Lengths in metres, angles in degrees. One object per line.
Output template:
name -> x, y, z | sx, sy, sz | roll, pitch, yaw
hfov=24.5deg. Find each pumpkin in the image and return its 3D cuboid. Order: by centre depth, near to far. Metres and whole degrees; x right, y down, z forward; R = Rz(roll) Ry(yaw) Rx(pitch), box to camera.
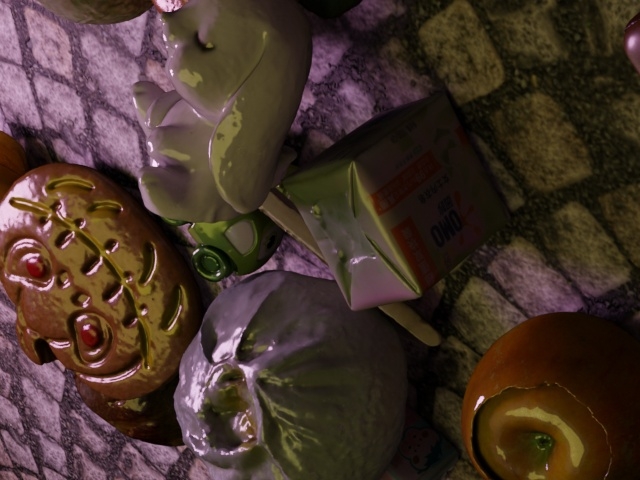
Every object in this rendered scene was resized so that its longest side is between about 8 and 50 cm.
pumpkin -> -0.312, 0.210, 2.432 | 0.312, 0.148, 0.169 | 37, 146, 15

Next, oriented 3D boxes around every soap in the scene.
soap -> 0.090, -0.045, 1.702 | 0.138, 0.199, 0.182 | -14, 108, 48

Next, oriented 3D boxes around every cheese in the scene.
cheese -> -0.002, 0.002, 1.874 | 0.400, 0.034, 0.085 | 40, -177, -10

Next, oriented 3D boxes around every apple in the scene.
apple -> 0.277, 0.202, 1.689 | 0.237, 0.207, 0.237 | 28, 138, 28

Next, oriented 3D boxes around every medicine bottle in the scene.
medicine bottle -> 0.085, 0.286, 2.057 | 0.188, 0.119, 0.094 | 42, 139, 17

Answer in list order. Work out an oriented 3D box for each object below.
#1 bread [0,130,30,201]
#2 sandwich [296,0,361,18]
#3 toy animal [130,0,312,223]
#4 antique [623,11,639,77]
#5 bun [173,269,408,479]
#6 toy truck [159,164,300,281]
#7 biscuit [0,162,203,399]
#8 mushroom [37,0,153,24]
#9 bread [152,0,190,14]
bread -> -0.572, -0.065, 2.443 | 0.270, 0.195, 0.143 | 111, 161, -47
sandwich -> -0.032, -0.378, 1.594 | 0.250, 0.162, 0.301 | 47, 147, 3
toy animal -> -0.100, -0.179, 1.676 | 0.272, 0.206, 0.265 | -102, 28, -54
antique -> 0.400, -0.118, 1.343 | 0.278, 0.129, 0.223 | 51, 145, 4
bun -> -0.052, 0.206, 1.956 | 0.361, 0.211, 0.362 | -7, 80, 41
toy truck -> -0.108, -0.065, 1.970 | 0.187, 0.148, 0.210 | 43, 130, -3
biscuit -> -0.370, 0.079, 2.323 | 0.394, 0.070, 0.350 | 45, 117, 4
mushroom -> -0.338, -0.402, 1.922 | 0.189, 0.164, 0.267 | 8, 125, 44
bread -> -0.135, -0.309, 1.820 | 0.190, 0.114, 0.132 | 50, 143, -5
